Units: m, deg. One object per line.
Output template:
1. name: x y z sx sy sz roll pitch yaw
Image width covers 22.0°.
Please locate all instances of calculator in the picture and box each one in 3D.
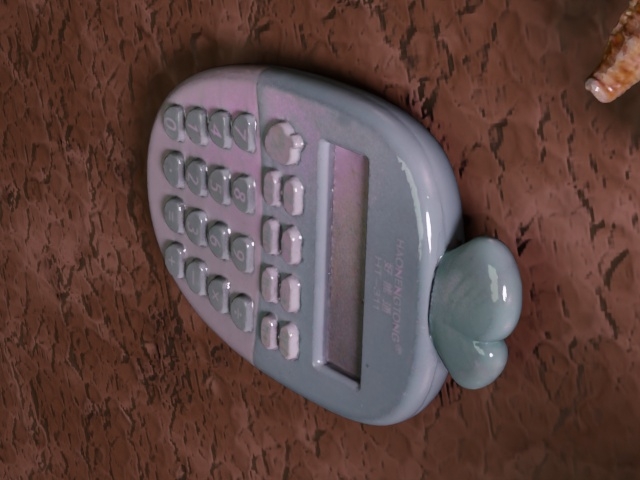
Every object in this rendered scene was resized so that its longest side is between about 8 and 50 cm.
1. calculator: 0.000 0.000 0.896 0.295 0.042 0.184 24 120 44

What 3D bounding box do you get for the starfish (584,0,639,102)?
1. starfish: 0.177 -0.153 0.645 0.231 0.048 0.295 -32 81 38
